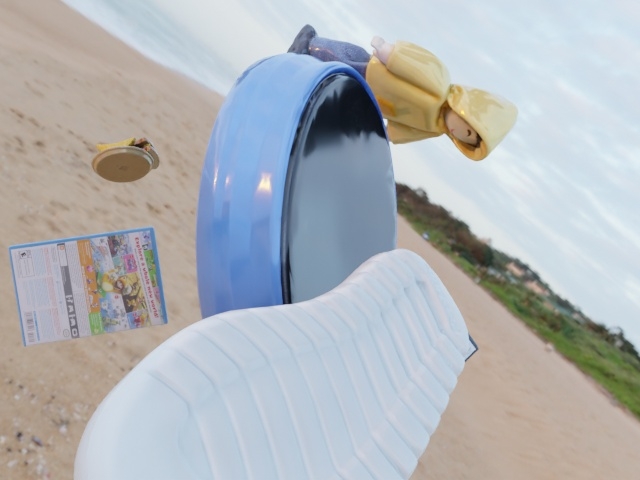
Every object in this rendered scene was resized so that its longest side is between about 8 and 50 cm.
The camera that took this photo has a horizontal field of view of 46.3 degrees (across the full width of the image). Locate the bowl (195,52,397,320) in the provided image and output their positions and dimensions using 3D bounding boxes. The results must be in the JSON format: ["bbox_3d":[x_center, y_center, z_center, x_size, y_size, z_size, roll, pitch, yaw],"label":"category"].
[{"bbox_3d":[0.000,0.000,0.794,0.077,0.391,0.391,2,-10,21],"label":"bowl"}]

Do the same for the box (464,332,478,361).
[{"bbox_3d":[0.069,0.226,1.210,0.073,0.293,0.295,54,-14,-11],"label":"box"}]

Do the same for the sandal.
[{"bbox_3d":[-0.006,0.123,0.543,0.416,0.102,0.169,-19,75,-55],"label":"sandal"}]

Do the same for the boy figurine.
[{"bbox_3d":[0.098,-0.173,0.931,0.285,0.092,0.177,22,-28,12],"label":"boy figurine"}]

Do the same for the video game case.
[{"bbox_3d":[-0.273,0.053,0.886,0.015,0.166,0.119,-176,-102,-80],"label":"video game case"}]

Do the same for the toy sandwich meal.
[{"bbox_3d":[-0.250,-0.105,0.956,0.085,0.085,0.029,33,39,-54],"label":"toy sandwich meal"}]
